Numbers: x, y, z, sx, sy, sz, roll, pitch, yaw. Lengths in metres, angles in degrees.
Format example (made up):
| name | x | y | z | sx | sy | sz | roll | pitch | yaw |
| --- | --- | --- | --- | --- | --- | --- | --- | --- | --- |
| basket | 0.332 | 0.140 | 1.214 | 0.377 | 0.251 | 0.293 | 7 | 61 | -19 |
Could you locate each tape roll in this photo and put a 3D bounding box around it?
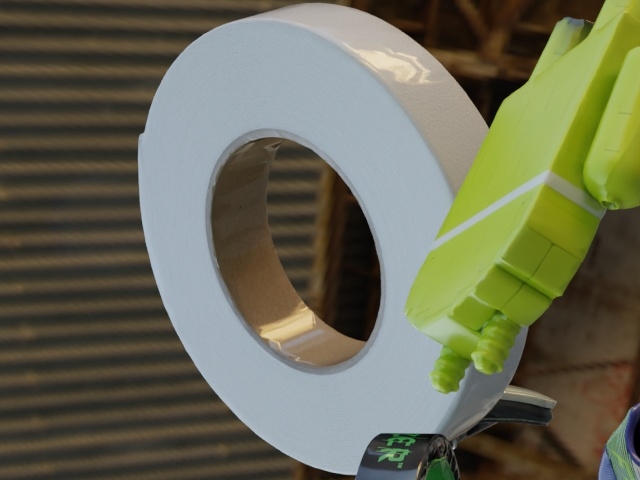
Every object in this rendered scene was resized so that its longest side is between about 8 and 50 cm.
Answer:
| name | x | y | z | sx | sy | sz | roll | pitch | yaw |
| --- | --- | --- | --- | --- | --- | --- | --- | --- | --- |
| tape roll | 0.000 | 0.000 | 1.541 | 0.072 | 0.392 | 0.392 | -23 | -61 | -41 |

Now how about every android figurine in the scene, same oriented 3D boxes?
| name | x | y | z | sx | sy | sz | roll | pitch | yaw |
| --- | --- | --- | --- | --- | --- | --- | --- | --- | --- |
| android figurine | 0.134 | -0.032 | 1.145 | 0.056 | 0.248 | 0.273 | 30 | -115 | -11 |

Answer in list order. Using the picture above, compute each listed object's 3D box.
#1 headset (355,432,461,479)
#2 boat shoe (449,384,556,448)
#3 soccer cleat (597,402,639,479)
| name | x | y | z | sx | sy | sz | roll | pitch | yaw |
| --- | --- | --- | --- | --- | --- | --- | --- | --- | --- |
| headset | 0.089 | 0.338 | 1.372 | 0.243 | 0.185 | 0.394 | -4 | -84 | -76 |
| boat shoe | 0.101 | 0.164 | 1.750 | 0.084 | 0.233 | 0.079 | -134 | 45 | -88 |
| soccer cleat | 0.358 | 0.236 | 1.602 | 0.093 | 0.289 | 0.121 | -13 | -57 | -45 |
